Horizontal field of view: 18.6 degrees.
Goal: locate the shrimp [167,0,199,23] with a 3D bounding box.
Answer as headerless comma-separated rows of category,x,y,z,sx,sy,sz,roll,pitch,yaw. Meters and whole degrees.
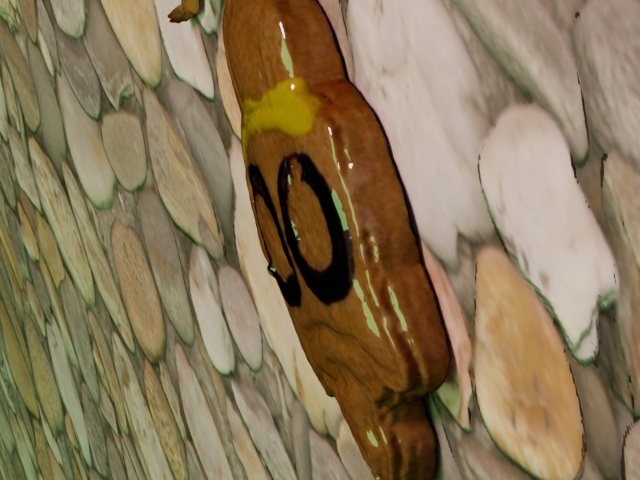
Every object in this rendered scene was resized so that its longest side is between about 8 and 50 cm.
shrimp,-0.102,-0.177,1.230,0.114,0.023,0.083,36,143,58

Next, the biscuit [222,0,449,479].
biscuit,0.000,0.000,1.047,0.208,0.041,0.290,167,86,-75
